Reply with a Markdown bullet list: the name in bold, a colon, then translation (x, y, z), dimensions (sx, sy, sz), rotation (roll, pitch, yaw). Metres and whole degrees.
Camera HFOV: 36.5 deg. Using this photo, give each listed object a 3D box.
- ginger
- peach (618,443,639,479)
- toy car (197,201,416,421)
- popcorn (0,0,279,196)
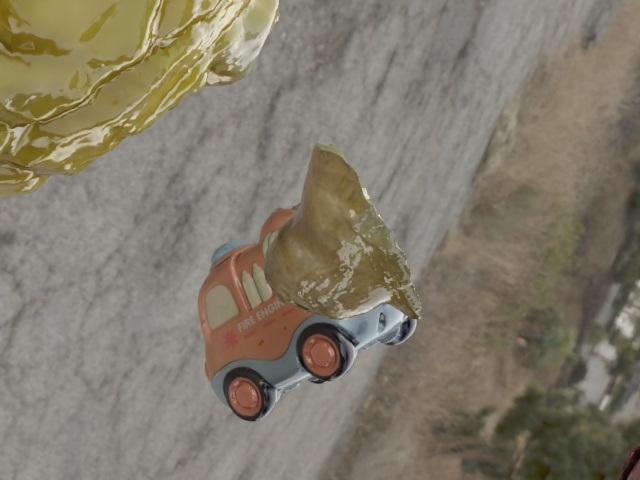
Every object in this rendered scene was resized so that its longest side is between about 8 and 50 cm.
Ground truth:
- **ginger**: translation (0.001, -0.003, 0.826), dimensions (0.193, 0.122, 0.115), rotation (68, 4, -45)
- **peach**: translation (0.431, 0.290, 0.836), dimensions (0.370, 0.370, 0.370), rotation (-55, 160, -31)
- **toy car**: translation (-0.034, 0.075, 1.176), dimensions (0.270, 0.212, 0.180), rotation (-33, 172, 32)
- **popcorn**: translation (-0.191, -0.206, 0.523), dimensions (0.390, 0.344, 0.354), rotation (96, 3, -52)
